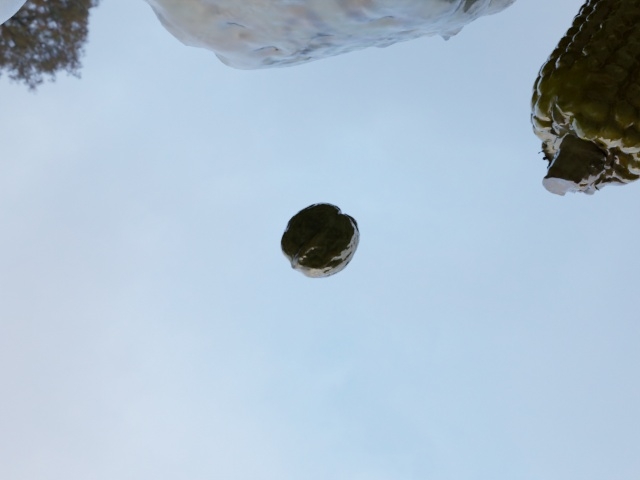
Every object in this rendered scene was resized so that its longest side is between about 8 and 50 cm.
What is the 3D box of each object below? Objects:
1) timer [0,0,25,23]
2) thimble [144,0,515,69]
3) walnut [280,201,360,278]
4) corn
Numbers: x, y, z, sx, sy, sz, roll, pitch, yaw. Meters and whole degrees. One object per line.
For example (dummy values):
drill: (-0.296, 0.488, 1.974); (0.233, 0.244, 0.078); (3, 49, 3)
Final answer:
timer: (-0.323, -0.233, 0.338); (0.270, 0.384, 0.270); (-10, -109, 31)
thimble: (-0.002, -0.244, 0.405); (0.195, 0.291, 0.291); (-5, -129, 30)
walnut: (0.000, 0.000, 0.746); (0.092, 0.092, 0.092); (-3, -125, 4)
corn: (0.211, -0.137, 0.405); (0.097, 0.097, 0.261); (31, -99, 24)
